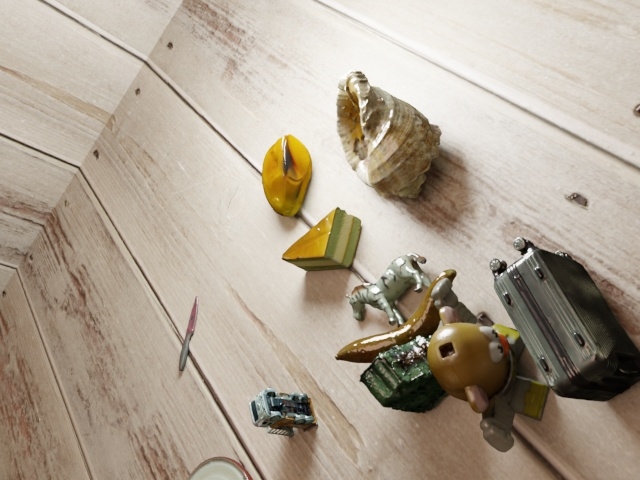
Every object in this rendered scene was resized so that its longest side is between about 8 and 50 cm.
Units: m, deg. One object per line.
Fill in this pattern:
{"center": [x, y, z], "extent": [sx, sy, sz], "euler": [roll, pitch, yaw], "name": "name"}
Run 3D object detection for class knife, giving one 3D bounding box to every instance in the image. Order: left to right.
{"center": [-0.421, 0.296, 2.165], "extent": [0.035, 0.018, 0.248], "euler": [-8, 65, 43], "name": "knife"}

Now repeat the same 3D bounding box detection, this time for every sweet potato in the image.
{"center": [0.195, 0.205, 1.541], "extent": [0.346, 0.108, 0.079], "euler": [-39, 7, 8], "name": "sweet potato"}

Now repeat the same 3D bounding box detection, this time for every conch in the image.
{"center": [0.171, -0.272, 1.735], "extent": [0.297, 0.209, 0.353], "euler": [-5, 100, 62], "name": "conch"}

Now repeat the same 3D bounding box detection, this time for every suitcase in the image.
{"center": [0.465, 0.151, 1.283], "extent": [0.128, 0.202, 0.312], "euler": [-47, 46, 31], "name": "suitcase"}

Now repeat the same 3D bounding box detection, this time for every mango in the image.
{"center": [-0.103, -0.188, 2.009], "extent": [0.166, 0.136, 0.236], "euler": [-24, 60, 50], "name": "mango"}

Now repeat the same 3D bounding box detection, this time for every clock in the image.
{"center": [-0.286, 0.741, 1.798], "extent": [0.318, 0.080, 0.319], "euler": [-18, 61, 36], "name": "clock"}

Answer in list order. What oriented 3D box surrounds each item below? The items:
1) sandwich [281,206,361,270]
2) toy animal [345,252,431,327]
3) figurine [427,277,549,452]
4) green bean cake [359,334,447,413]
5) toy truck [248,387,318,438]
{"center": [0.000, 0.000, 1.840], "extent": [0.187, 0.117, 0.144], "euler": [-5, 66, 43], "name": "sandwich"}
{"center": [0.168, 0.140, 1.644], "extent": [0.255, 0.089, 0.170], "euler": [-33, 49, 25], "name": "toy animal"}
{"center": [0.313, 0.242, 1.321], "extent": [0.167, 0.284, 0.342], "euler": [-53, 44, 14], "name": "figurine"}
{"center": [0.210, 0.277, 1.458], "extent": [0.193, 0.208, 0.107], "euler": [-51, 49, 16], "name": "green bean cake"}
{"center": [-0.106, 0.438, 1.697], "extent": [0.115, 0.177, 0.080], "euler": [-39, 49, 26], "name": "toy truck"}
